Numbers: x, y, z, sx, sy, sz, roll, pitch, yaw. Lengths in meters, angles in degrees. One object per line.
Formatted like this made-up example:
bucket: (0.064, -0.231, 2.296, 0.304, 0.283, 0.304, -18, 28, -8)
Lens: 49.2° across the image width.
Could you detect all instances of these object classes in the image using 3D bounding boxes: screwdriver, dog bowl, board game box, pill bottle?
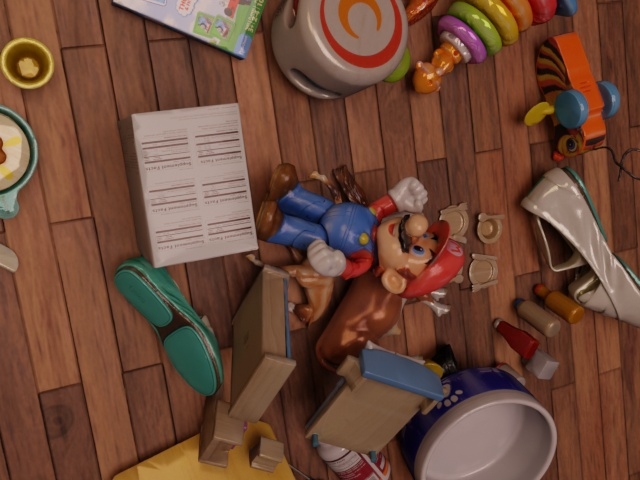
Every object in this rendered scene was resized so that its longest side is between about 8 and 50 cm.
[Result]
screwdriver: (-0.032, 0.414, 1.229, 0.170, 0.024, 0.025, 35, 112, -15)
dog bowl: (0.281, 0.363, 1.258, 0.264, 0.104, 0.265, -7, 116, -15)
board game box: (-0.187, -0.390, 1.059, 0.211, 0.039, 0.160, 19, 95, -22)
pill bottle: (0.048, 0.367, 1.217, 0.086, 0.086, 0.152, -41, 109, -13)

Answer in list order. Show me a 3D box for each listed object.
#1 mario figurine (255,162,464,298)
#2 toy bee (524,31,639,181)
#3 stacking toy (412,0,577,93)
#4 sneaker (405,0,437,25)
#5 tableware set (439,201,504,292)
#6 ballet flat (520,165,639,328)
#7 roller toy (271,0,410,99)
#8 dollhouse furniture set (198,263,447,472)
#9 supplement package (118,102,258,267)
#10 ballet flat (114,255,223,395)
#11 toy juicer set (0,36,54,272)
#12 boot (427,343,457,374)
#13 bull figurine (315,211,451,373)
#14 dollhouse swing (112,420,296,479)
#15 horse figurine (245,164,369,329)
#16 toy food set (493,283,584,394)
mario figurine: (0.072, -0.027, 1.058, 0.320, 0.170, 0.198, 19, 87, -4)
toy bee: (0.465, -0.222, 1.301, 0.195, 0.162, 0.298, 4, 70, -14)
stacking toy: (0.268, -0.366, 1.202, 0.302, 0.166, 0.175, -46, 122, 1)
sneaker: (0.184, -0.441, 1.204, 0.067, 0.064, 0.175, 35, 77, -1)
tableware set: (0.279, 0.014, 1.305, 0.141, 0.020, 0.169, 2, 95, -22)
ballet flat: (0.516, 0.043, 1.359, 0.139, 0.139, 0.400, -39, 104, -13)
roller toy: (0.025, -0.326, 1.098, 0.191, 0.146, 0.209, -25, 99, -27)
dollhouse furniture set: (0.001, 0.227, 1.119, 0.303, 0.198, 0.286, 20, 124, -19)
supplement package: (-0.195, -0.084, 1.011, 0.149, 0.194, 0.203, -10, 100, -20)
ballet flat: (-0.216, 0.122, 1.080, 0.083, 0.087, 0.247, -30, 101, 28)
toy juicer set: (-0.493, -0.127, 0.945, 0.209, 0.089, 0.329, 10, 93, -23)
boot: (0.197, 0.230, 1.270, 0.099, 0.121, 0.045, -22, 90, 11)
bull figurine: (0.117, 0.101, 1.200, 0.188, 0.101, 0.310, 32, 86, -9)
dollhouse swing: (-0.160, 0.524, 1.167, 0.346, 0.305, 0.315, -24, 145, -18)
horse figurine: (0.000, 0.000, 1.169, 0.174, 0.066, 0.263, 39, 84, -13)
toy food set: (0.393, 0.199, 1.348, 0.111, 0.104, 0.232, 12, 110, -36)
